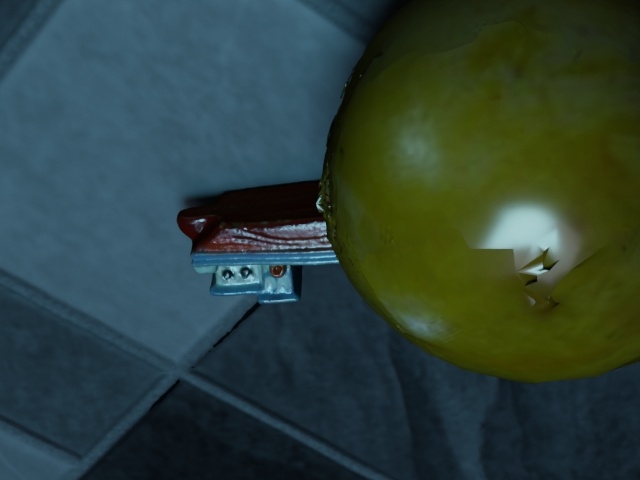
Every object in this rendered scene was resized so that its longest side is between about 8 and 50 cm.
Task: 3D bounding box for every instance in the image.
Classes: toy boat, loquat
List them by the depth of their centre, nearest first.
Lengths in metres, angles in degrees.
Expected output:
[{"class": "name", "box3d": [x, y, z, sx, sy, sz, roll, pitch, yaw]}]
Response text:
[{"class": "loquat", "box3d": [0.114, -0.036, 0.830, 0.235, 0.235, 0.235, -1, 129, -1]}, {"class": "toy boat", "box3d": [0.000, 0.000, 0.956, 0.173, 0.069, 0.059, -7, 115, 3]}]
